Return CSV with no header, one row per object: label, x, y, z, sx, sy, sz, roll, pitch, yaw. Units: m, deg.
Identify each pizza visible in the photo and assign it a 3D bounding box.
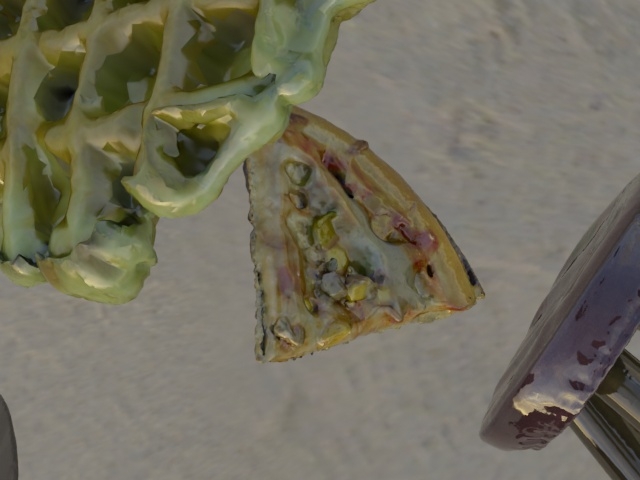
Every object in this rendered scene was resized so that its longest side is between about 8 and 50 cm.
pizza,0.000,0.000,1.013,0.185,0.176,0.036,49,133,-2

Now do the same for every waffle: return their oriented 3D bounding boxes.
waffle,-0.041,-0.079,0.443,0.169,0.036,0.183,-51,41,13

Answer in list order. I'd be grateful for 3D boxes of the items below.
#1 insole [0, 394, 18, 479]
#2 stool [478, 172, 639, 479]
insole,-0.245,0.238,1.318,0.007,0.328,0.111,17,119,-25
stool,0.268,0.091,1.458,0.178,0.272,0.272,32,99,4
